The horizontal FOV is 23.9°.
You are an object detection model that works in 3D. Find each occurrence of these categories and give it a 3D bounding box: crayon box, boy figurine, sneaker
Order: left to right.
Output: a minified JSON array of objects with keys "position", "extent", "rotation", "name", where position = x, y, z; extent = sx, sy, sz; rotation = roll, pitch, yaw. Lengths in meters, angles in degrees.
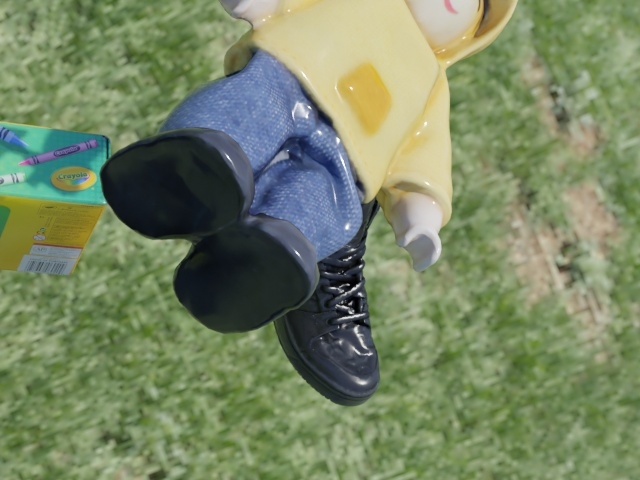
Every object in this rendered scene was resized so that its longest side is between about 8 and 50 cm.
[{"position":[-0.357,-0.046,1.465],"extent":[0.278,0.165,0.081],"rotation":[7,62,-20],"name":"crayon box"},{"position":[0.002,0.000,0.836],"extent":[0.051,0.089,0.170],"rotation":[-9,64,-38],"name":"sneaker"},{"position":[0.017,-0.070,0.746],"extent":[0.177,0.092,0.285],"rotation":[56,45,-13],"name":"boy figurine"}]
